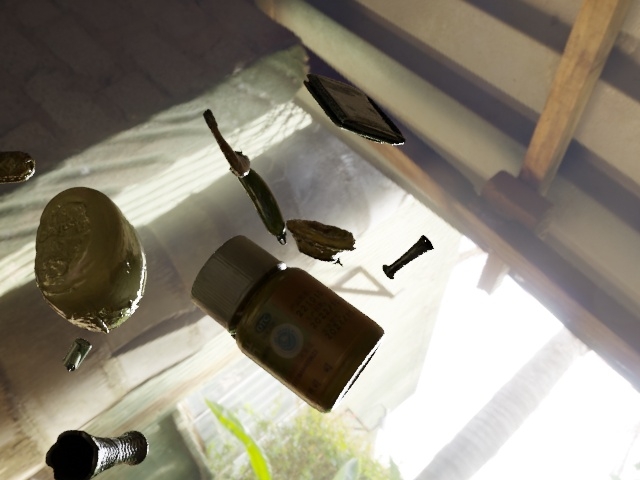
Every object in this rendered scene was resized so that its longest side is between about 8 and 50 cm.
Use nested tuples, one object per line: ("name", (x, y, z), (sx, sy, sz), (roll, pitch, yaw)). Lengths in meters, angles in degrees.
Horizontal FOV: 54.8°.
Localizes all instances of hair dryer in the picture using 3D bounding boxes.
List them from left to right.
("hair dryer", (-0.526, 0.258, 1.315), (0.038, 0.063, 0.124), (32, 4, -18))

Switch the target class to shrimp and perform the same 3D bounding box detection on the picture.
("shrimp", (-0.248, -0.267, 1.668), (0.198, 0.051, 0.262), (62, 5, -11))

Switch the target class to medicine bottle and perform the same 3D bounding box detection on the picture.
("medicine bottle", (-0.073, 0.170, 1.316), (0.384, 0.224, 0.224), (36, -26, 13))

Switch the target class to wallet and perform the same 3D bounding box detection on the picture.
("wallet", (0.099, -0.399, 1.907), (0.075, 0.237, 0.342), (-64, -146, 27))

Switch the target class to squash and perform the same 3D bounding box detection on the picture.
("squash", (-0.184, -0.128, 1.904), (0.318, 0.080, 0.071), (56, 19, 19))

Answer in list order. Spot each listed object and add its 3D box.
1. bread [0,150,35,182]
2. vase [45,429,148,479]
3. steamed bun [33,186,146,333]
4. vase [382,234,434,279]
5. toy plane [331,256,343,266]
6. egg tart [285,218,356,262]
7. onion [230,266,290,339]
("bread", (-0.916, -0.196, 1.685), (0.098, 0.270, 0.087), (87, -1, -65))
("vase", (-0.448, 0.442, 1.287), (0.115, 0.115, 0.237), (46, 1, 19))
("steamed bun", (-0.425, 0.031, 1.202), (0.232, 0.166, 0.272), (63, 13, -54))
("vase", (0.263, 0.052, 1.867), (0.167, 0.059, 0.059), (-40, -95, 27))
("toy plane", (0.071, 0.084, 2.642), (0.084, 0.078, 0.024), (41, -38, -7))
("egg tart", (0.000, 0.000, 1.907), (0.241, 0.241, 0.105), (28, -74, 47))
("onion", (-0.184, 0.242, 2.223), (0.341, 0.341, 0.341), (43, -25, 26))
